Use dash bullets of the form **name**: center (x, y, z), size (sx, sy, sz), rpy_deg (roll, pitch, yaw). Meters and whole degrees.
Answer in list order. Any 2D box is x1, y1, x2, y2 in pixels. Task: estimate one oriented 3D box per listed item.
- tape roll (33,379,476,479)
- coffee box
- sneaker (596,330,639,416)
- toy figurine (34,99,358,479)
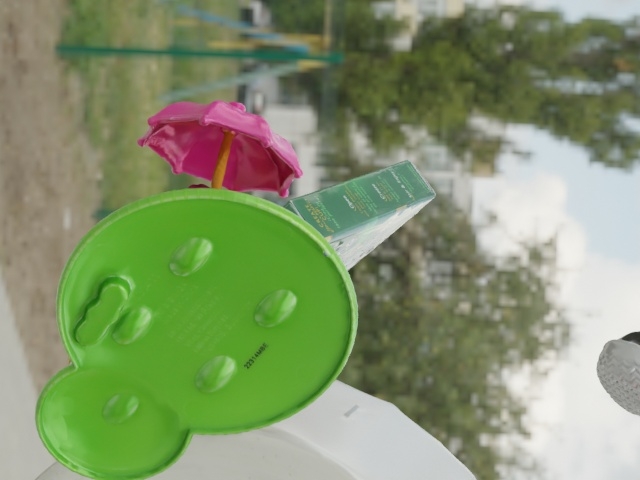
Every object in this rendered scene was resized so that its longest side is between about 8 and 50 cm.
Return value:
- **tape roll**: center (-0.035, 0.213, 0.853), size (0.100, 0.286, 0.286), rpy_deg (-31, 126, -68)
- **coffee box**: center (0.000, 0.000, 1.219), size (0.040, 0.113, 0.184), rpy_deg (54, 30, 9)
- **sneaker**: center (0.311, 0.071, 1.104), size (0.101, 0.268, 0.153), rpy_deg (1, -107, 66)
- **toy figurine**: center (-0.062, 0.006, 0.774), size (0.173, 0.130, 0.159), rpy_deg (-49, -159, 26)
